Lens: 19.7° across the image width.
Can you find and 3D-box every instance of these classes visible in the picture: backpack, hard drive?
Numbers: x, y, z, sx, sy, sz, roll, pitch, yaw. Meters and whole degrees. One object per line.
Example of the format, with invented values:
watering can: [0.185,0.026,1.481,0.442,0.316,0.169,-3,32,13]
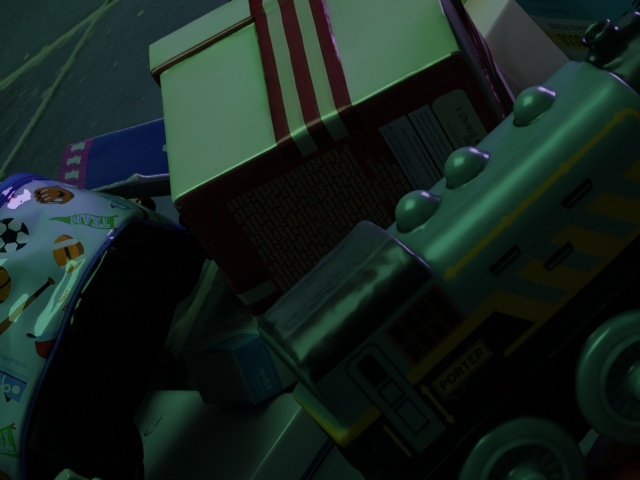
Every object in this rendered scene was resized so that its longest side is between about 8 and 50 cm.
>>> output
backpack: [-0.209,0.066,1.353,0.263,0.213,0.276,81,-156,-83]
hard drive: [-0.129,0.212,1.476,0.210,0.040,0.319,-55,22,-22]

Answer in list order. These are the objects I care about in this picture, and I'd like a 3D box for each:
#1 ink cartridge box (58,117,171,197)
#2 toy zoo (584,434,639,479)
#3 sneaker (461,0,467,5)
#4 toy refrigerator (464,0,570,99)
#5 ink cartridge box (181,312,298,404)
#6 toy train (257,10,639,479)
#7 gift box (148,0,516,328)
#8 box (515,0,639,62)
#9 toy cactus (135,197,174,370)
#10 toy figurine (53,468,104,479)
ink cartridge box: [-0.089,-0.081,1.625,0.330,0.071,0.324,-6,-1,-32]
toy zoo: [0.160,0.147,1.061,0.293,0.030,0.192,-55,23,-22]
sneaker: [0.137,-0.231,1.670,0.279,0.118,0.107,-34,25,30]
toy refrigerator: [0.204,-0.219,1.525,0.269,0.102,0.094,-57,19,-21]
ink cartridge box: [-0.034,0.082,1.459,0.122,0.052,0.088,-29,12,-29]
toy train: [0.125,0.025,1.029,0.334,0.190,0.142,-42,20,-3]
gift box: [0.051,-0.070,1.342,0.276,0.255,0.258,-24,34,6]
box: [0.197,-0.151,1.233,0.060,0.244,0.100,-49,21,-7]
toy cactus: [-0.201,0.079,1.789,0.180,0.112,0.219,124,154,-65]
toy figurine: [-0.163,0.274,1.240,0.213,0.148,0.209,-30,41,43]
